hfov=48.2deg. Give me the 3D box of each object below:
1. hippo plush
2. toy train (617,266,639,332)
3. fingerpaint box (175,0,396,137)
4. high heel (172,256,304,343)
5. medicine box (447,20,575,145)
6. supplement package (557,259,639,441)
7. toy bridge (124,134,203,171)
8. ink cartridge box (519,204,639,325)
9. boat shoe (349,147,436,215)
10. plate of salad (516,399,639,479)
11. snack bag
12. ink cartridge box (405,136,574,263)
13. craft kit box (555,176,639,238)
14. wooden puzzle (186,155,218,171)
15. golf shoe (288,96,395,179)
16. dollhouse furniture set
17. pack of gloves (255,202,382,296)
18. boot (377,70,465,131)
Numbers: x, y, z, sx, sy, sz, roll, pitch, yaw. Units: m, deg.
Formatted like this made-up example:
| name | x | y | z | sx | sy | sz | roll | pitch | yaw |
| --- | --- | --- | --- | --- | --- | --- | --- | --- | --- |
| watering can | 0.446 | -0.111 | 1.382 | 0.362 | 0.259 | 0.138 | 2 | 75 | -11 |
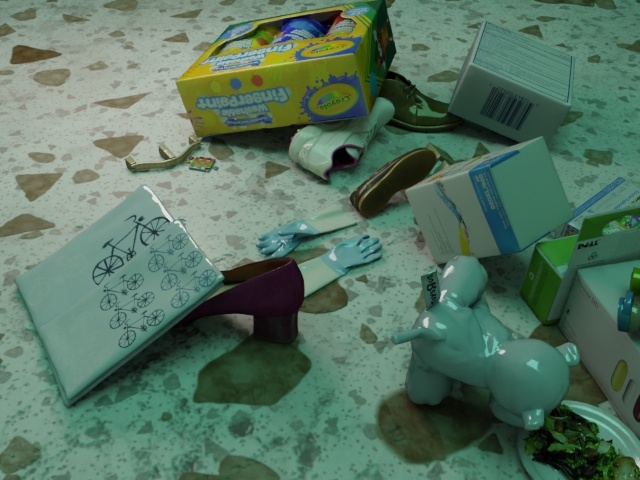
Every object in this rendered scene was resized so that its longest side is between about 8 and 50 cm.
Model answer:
| name | x | y | z | sx | sy | sz | roll | pitch | yaw |
| --- | --- | --- | --- | --- | --- | --- | --- | --- | --- |
| hippo plush | 0.270 | 0.156 | 1.090 | 0.236 | 0.294 | 0.234 | 21 | 65 | 21 |
| toy train | 0.559 | 0.070 | 1.132 | 0.143 | 0.105 | 0.248 | 8 | 39 | 26 |
| fingerpaint box | -0.071 | -0.430 | 1.756 | 0.444 | 0.163 | 0.371 | -3 | 36 | 21 |
| high heel | -0.210 | 0.065 | 1.242 | 0.377 | 0.181 | 0.127 | 7 | 40 | 5 |
| medicine box | 0.490 | -0.400 | 1.825 | 0.263 | 0.149 | 0.289 | 24 | 41 | 2 |
| supplement package | 0.563 | 0.171 | 1.193 | 0.203 | 0.145 | 0.262 | -8 | 41 | -12 |
| toy bridge | -0.356 | -0.199 | 1.669 | 0.188 | 0.026 | 0.063 | -25 | 50 | -29 |
| ink cartridge box | 0.489 | 0.017 | 1.285 | 0.188 | 0.255 | 0.097 | -11 | 42 | -16 |
| boat shoe | 0.152 | -0.137 | 1.548 | 0.207 | 0.073 | 0.073 | -34 | 31 | -5 |
| plate of salad | 0.400 | 0.317 | 1.084 | 0.199 | 0.048 | 0.200 | 1 | 40 | -1 |
| snack bag | -0.362 | 0.067 | 1.244 | 0.323 | 0.037 | 0.342 | -38 | 50 | -5 |
| ink cartridge box | 0.317 | -0.071 | 1.369 | 0.171 | 0.168 | 0.232 | -28 | 8 | -33 |
| craft kit box | 0.666 | -0.015 | 1.493 | 0.249 | 0.061 | 0.246 | -29 | 47 | -32 |
| wooden puzzle | -0.276 | -0.178 | 1.665 | 0.083 | 0.006 | 0.049 | 10 | 40 | 8 |
| golf shoe | 0.074 | -0.237 | 1.691 | 0.306 | 0.115 | 0.140 | -31 | 59 | -24 |
| dollhouse furniture set | 0.285 | -0.108 | 1.599 | 0.151 | 0.123 | 0.144 | 21 | 28 | -36 |
| pack of gloves | 0.000 | 0.000 | 1.440 | 0.232 | 0.046 | 0.195 | -25 | 47 | -29 |
| boot | 0.224 | -0.358 | 1.828 | 0.305 | 0.115 | 0.112 | 11 | 36 | 6 |
